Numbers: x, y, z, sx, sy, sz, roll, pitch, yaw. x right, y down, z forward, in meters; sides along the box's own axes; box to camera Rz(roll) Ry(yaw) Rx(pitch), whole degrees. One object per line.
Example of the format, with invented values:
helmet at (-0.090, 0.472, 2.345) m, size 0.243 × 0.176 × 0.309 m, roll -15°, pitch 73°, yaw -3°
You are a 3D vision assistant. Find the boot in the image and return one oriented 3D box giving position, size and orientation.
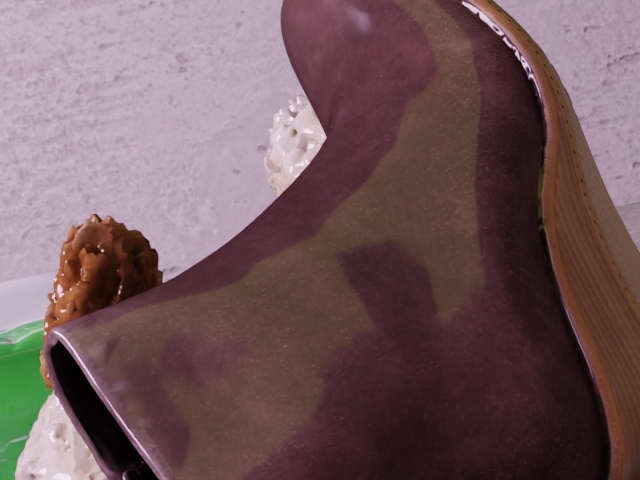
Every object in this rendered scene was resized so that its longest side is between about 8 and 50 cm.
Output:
boot at (0.000, 0.000, 0.577) m, size 0.207 × 0.248 × 0.090 m, roll -16°, pitch -32°, yaw -34°

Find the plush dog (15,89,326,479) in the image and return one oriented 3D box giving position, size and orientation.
plush dog at (-0.019, 0.088, 0.732) m, size 0.225 × 0.262 × 0.211 m, roll -11°, pitch -40°, yaw 1°

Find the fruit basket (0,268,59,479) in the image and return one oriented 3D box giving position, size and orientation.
fruit basket at (-0.219, 0.116, 0.984) m, size 0.327 × 0.165 × 0.353 m, roll -13°, pitch 2°, yaw -28°
